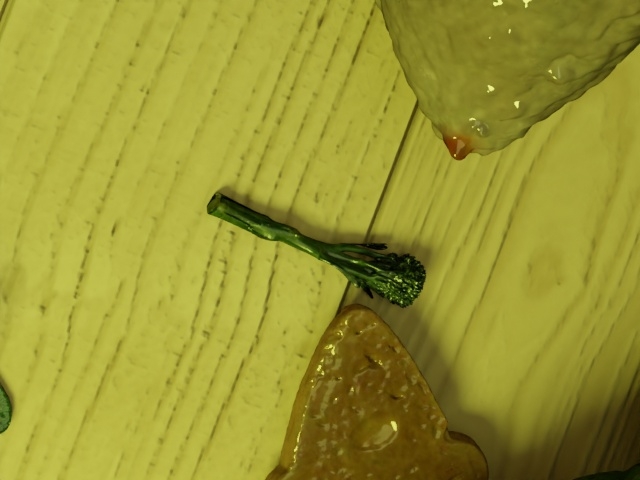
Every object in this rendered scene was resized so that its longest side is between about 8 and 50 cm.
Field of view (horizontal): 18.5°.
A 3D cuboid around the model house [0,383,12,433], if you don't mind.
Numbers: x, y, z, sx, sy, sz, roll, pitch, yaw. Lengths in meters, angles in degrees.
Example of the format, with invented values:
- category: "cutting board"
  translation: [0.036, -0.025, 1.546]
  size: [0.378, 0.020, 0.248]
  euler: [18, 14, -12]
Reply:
- category: "model house"
  translation: [-0.243, 0.061, 1.061]
  size: [0.117, 0.088, 0.167]
  euler: [-25, 103, -12]

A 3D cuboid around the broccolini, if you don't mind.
- category: "broccolini"
  translation: [0.000, 0.000, 1.161]
  size: [0.140, 0.030, 0.035]
  euler: [26, 81, -13]

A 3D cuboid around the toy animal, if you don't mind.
- category: "toy animal"
  translation: [0.123, -0.217, 1.062]
  size: [0.188, 0.226, 0.359]
  euler: [2, 98, -37]

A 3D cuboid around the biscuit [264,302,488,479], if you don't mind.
- category: "biscuit"
  translation: [0.033, 0.158, 1.182]
  size: [0.162, 0.035, 0.250]
  euler: [-10, 104, -19]

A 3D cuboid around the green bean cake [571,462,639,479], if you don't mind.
- category: "green bean cake"
  translation: [0.159, 0.267, 1.107]
  size: [0.247, 0.156, 0.250]
  euler: [-23, 101, 20]
